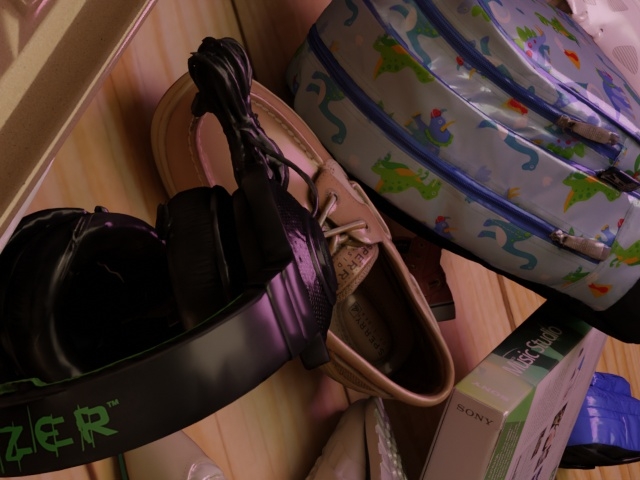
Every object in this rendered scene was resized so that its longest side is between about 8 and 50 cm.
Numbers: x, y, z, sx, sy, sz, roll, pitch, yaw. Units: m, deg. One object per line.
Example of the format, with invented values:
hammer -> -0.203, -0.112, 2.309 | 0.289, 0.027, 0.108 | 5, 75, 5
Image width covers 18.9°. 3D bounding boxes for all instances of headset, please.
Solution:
headset -> -0.106, 0.007, 1.202 | 0.394, 0.243, 0.185 | -47, 123, -60

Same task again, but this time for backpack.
backpack -> 0.265, 0.184, 1.963 | 0.120, 0.098, 0.101 | 8, 65, -47
backpack -> 0.138, -0.100, 1.622 | 0.355, 0.273, 0.290 | 13, 34, -24

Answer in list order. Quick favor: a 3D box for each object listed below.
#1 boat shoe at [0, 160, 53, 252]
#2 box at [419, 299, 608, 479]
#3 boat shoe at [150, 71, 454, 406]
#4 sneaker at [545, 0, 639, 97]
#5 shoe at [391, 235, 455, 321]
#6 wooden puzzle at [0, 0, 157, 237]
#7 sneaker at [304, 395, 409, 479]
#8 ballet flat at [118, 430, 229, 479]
boat shoe -> -0.220, -0.039, 1.173 | 0.081, 0.079, 0.227 | 36, 47, -17
box -> 0.165, 0.179, 1.707 | 0.322, 0.058, 0.232 | -35, 146, -60
boat shoe -> 0.000, 0.000, 1.468 | 0.121, 0.110, 0.341 | -49, 127, -12
sneaker -> 0.187, -0.255, 1.919 | 0.257, 0.169, 0.447 | -43, 111, -46
shoe -> 0.067, 0.037, 1.686 | 0.178, 0.063, 0.081 | -3, 83, -66
wooden puzzle -> -0.257, -0.191, 1.079 | 0.348, 0.080, 0.322 | 49, 56, -34
sneaker -> 0.020, 0.201, 1.537 | 0.235, 0.095, 0.090 | -82, 148, -65
ballet flat -> -0.070, 0.229, 1.363 | 0.086, 0.086, 0.248 | -37, 114, -58
